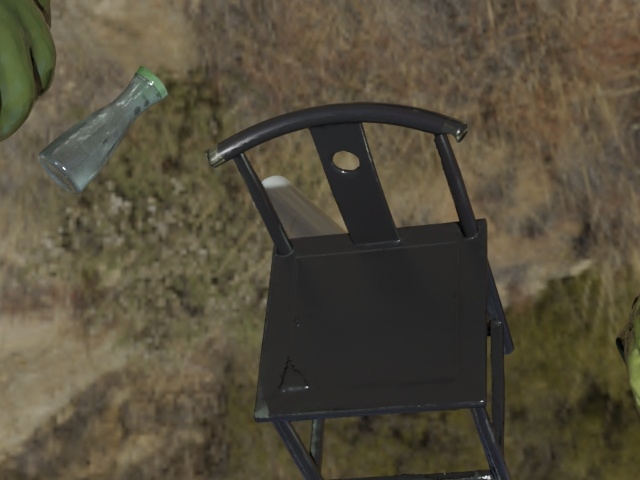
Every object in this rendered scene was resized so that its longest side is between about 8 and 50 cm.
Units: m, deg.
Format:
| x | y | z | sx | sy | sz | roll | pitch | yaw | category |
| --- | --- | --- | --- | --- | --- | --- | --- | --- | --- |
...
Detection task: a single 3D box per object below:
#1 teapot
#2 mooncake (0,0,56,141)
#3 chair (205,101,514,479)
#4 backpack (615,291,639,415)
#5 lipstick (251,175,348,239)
| x | y | z | sx | sy | sz | roll | pitch | yaw | category |
| --- | --- | --- | --- | --- | --- | --- | --- | --- | --- |
| -0.159 | -0.086 | 0.961 | 0.042 | 0.111 | 0.043 | 36 | 160 | 15 | teapot |
| -0.349 | -0.202 | 0.990 | 0.187 | 0.351 | 0.351 | -21 | 145 | 19 | mooncake |
| 0.037 | 0.051 | 0.803 | 0.154 | 0.141 | 0.260 | -6 | 143 | 15 | chair |
| 0.367 | 0.123 | 1.196 | 0.140 | 0.207 | 0.253 | -30 | 177 | 27 | backpack |
| 0.000 | 0.000 | 1.530 | 0.059 | 0.264 | 0.059 | -15 | 124 | -24 | lipstick |
